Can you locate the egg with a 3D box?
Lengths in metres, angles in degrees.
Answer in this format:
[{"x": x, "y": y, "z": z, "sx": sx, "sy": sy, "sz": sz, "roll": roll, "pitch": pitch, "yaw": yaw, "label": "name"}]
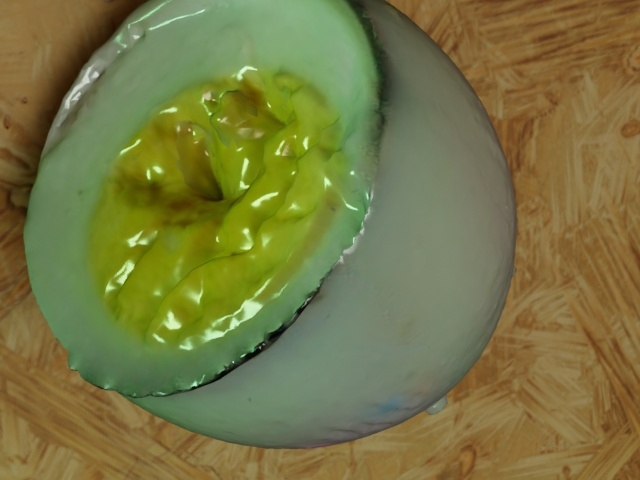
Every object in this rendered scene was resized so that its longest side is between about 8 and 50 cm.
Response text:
[{"x": 0.000, "y": 0.000, "z": 1.255, "sx": 0.340, "sy": 0.354, "sz": 0.354, "roll": 31, "pitch": 92, "yaw": -49, "label": "egg"}]
